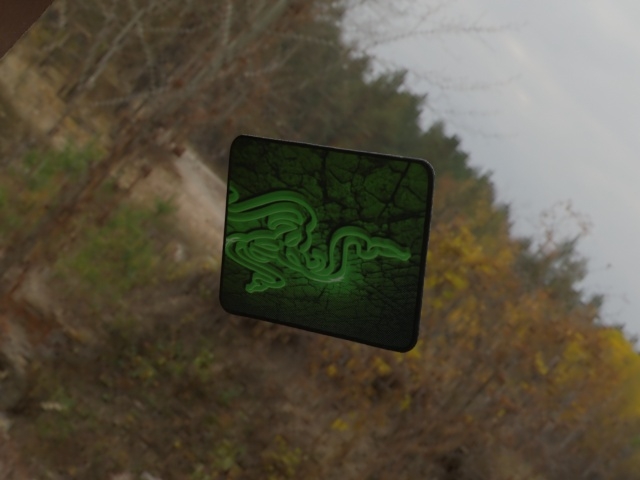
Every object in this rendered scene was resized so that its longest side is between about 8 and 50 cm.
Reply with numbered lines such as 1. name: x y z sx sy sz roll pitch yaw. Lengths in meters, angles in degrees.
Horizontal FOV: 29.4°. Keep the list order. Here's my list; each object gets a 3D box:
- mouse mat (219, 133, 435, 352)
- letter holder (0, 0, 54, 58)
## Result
1. mouse mat: 0.000 0.000 0.971 0.190 0.152 0.007 10 11 31
2. letter holder: -0.274 -0.211 0.842 0.152 0.302 0.214 48 25 -6
